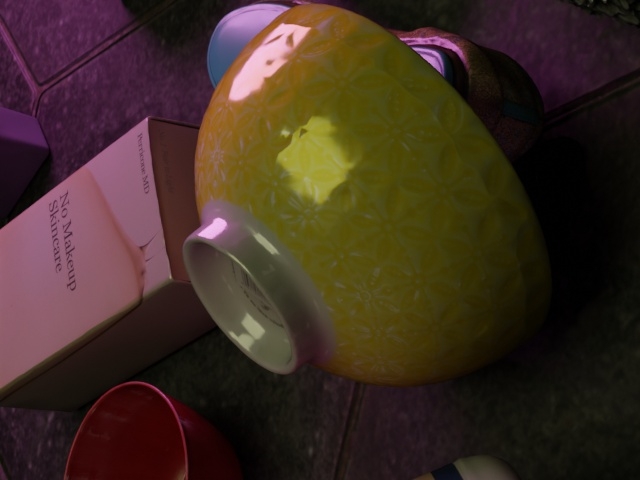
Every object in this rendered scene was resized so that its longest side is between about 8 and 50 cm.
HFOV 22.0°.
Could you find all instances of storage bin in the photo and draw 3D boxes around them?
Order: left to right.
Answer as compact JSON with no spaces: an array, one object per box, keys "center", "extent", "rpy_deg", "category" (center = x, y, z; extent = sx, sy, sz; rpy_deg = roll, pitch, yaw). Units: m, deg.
[{"center":[-0.349,-0.085,1.702],"extent":[0.135,0.091,0.098],"rpy_deg":[-51,49,28],"category":"storage bin"}]

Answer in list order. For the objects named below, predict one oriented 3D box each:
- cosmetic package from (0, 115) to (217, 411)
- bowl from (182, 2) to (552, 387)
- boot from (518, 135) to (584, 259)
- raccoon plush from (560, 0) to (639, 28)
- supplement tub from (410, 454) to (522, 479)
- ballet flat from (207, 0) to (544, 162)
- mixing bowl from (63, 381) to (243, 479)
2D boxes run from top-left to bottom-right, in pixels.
[{"center":[-0.191,0.030,1.485],"extent":[0.309,0.113,0.160],"rpy_deg":[-33,59,41],"category":"cosmetic package"},{"center":[0.000,0.000,1.125],"extent":[0.289,0.156,0.289],"rpy_deg":[41,154,25],"category":"bowl"},{"center":[0.132,-0.026,1.186],"extent":[0.099,0.045,0.121],"rpy_deg":[28,102,54],"category":"boot"},{"center":[0.134,-0.181,1.104],"extent":[0.299,0.216,0.446],"rpy_deg":[-34,59,49],"category":"raccoon plush"},{"center":[0.014,0.291,1.015],"extent":[0.316,0.228,0.228],"rpy_deg":[-24,57,-1],"category":"supplement tub"},{"center":[0.039,-0.113,1.249],"extent":[0.348,0.123,0.123],"rpy_deg":[19,97,55],"category":"ballet flat"},{"center":[-0.129,0.215,1.384],"extent":[0.181,0.098,0.181],"rpy_deg":[-19,64,46],"category":"mixing bowl"}]
